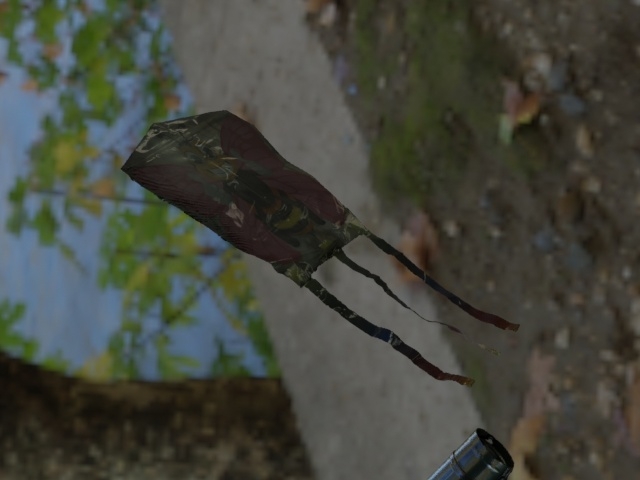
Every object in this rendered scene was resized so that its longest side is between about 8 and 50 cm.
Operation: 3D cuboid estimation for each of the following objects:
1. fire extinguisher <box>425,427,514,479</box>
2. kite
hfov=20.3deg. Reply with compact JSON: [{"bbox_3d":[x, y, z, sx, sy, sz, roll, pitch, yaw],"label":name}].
[{"bbox_3d":[0.055,0.126,0.830,0.083,0.025,0.038,-46,53,15],"label":"fire extinguisher"},{"bbox_3d":[-0.002,0.003,1.530,0.360,0.204,0.022,36,120,11],"label":"kite"}]
